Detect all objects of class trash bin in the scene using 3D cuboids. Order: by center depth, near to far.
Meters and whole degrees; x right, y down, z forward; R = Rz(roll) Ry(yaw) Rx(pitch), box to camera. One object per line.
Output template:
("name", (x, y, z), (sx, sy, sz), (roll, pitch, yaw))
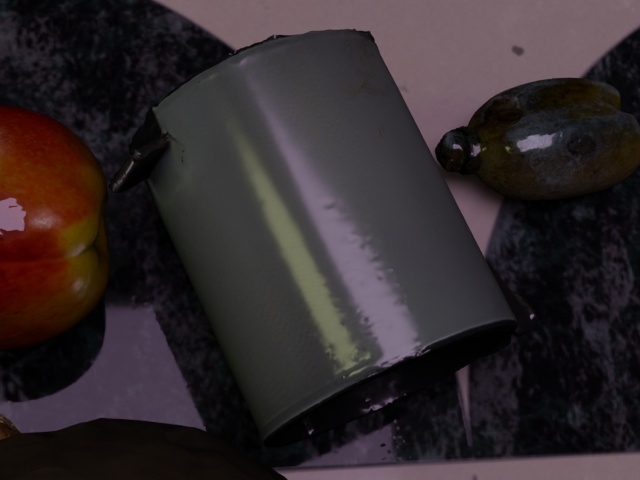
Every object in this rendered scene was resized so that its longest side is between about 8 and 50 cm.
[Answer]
("trash bin", (0.000, 0.000, 0.991), (0.277, 0.217, 0.262), (-15, 73, -33))

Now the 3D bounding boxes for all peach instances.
("peach", (-0.256, -0.009, 0.962), (0.193, 0.190, 0.190), (-3, 71, 4))

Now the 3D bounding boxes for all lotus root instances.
("lotus root", (0.196, -0.088, 1.131), (0.192, 0.088, 0.113), (-10, 57, -13))

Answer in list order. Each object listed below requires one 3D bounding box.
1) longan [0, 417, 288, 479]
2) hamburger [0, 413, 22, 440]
("longan", (-0.136, 0.300, 0.773), (0.391, 0.391, 0.391), (3, 70, -10))
("hamburger", (-0.272, 0.165, 0.974), (0.083, 0.044, 0.076), (20, 70, -1))
